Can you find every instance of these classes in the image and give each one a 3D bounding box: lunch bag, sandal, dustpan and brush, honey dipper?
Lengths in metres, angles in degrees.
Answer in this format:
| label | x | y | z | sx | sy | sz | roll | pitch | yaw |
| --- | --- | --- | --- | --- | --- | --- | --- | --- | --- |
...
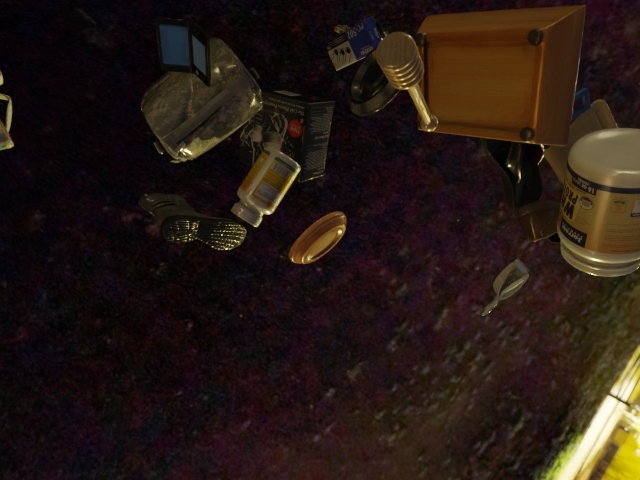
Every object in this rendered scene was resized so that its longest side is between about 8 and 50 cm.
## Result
| label | x | y | z | sx | sy | sz | roll | pitch | yaw |
| --- | --- | --- | --- | --- | --- | --- | --- | --- | --- |
| lunch bag | -0.306 | -0.356 | 1.191 | 0.305 | 0.256 | 0.212 | -38 | 119 | 2 |
| sandal | 0.606 | -0.244 | 1.365 | 0.167 | 0.107 | 0.445 | -44 | 129 | -3 |
| dustpan and brush | 0.606 | 0.166 | 1.523 | 0.211 | 0.060 | 0.147 | -43 | 138 | 16 |
| honey dipper | 0.084 | -0.130 | 0.406 | 0.030 | 0.031 | 0.161 | -65 | 158 | 5 |

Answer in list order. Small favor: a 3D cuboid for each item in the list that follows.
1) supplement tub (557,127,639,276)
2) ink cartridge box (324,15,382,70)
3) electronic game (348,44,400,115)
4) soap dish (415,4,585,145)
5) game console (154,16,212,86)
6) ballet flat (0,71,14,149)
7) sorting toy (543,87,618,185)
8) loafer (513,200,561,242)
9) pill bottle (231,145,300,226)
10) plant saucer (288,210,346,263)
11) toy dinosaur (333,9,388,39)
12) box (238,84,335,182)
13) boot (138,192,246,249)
| label | x | y | z | sx | sy | sz | roll | pitch | yaw |
| --- | --- | --- | --- | --- | --- | --- | --- | --- | --- |
| supplement tub | 0.718 | -0.088 | 1.129 | 0.228 | 0.228 | 0.316 | -36 | 133 | -26 |
| ink cartridge box | 0.104 | -0.622 | 1.459 | 0.046 | 0.207 | 0.097 | -38 | 112 | -27 |
| electronic game | 0.157 | -0.438 | 1.229 | 0.048 | 0.229 | 0.229 | 26 | 93 | -34 |
| soap dish | 0.308 | -0.296 | 0.846 | 0.118 | 0.291 | 0.228 | -30 | 125 | -36 |
| game console | -0.288 | -0.396 | 0.974 | 0.071 | 0.107 | 0.122 | -29 | 153 | -29 |
| ballet flat | -0.408 | -0.182 | 0.557 | 0.053 | 0.057 | 0.168 | -12 | 80 | -26 |
| sorting toy | 0.718 | -0.263 | 1.267 | 0.196 | 0.047 | 0.348 | -45 | 124 | 10 |
| loafer | 0.749 | -0.042 | 1.409 | 0.366 | 0.134 | 0.129 | -1 | 78 | -21 |
| pill bottle | -0.156 | -0.146 | 1.274 | 0.118 | 0.118 | 0.208 | 32 | 90 | -49 |
| plant saucer | 0.000 | 0.000 | 1.292 | 0.200 | 0.037 | 0.200 | -36 | 162 | -14 |
| toy dinosaur | 0.177 | -0.684 | 1.532 | 0.064 | 0.268 | 0.118 | -55 | 173 | -25 |
| box | -0.147 | -0.444 | 1.880 | 0.179 | 0.344 | 0.312 | -27 | 132 | -50 |
| boot | -0.434 | -0.083 | 1.593 | 0.338 | 0.223 | 0.118 | 15 | 112 | -49 |
